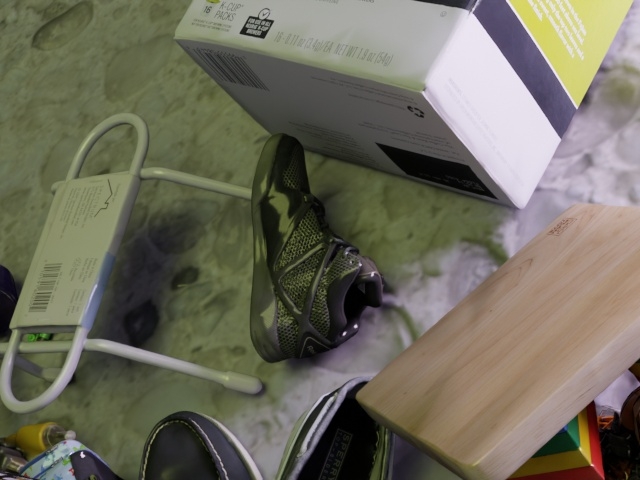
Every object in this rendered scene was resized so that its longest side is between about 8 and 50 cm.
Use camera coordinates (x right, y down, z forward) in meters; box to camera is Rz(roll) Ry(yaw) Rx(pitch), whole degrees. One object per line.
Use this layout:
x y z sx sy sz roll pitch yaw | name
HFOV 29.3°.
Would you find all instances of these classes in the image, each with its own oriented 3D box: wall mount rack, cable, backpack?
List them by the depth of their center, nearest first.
-0.250 0.257 1.188 0.114 0.105 0.084 -33 48 2 | backpack
-0.187 0.036 1.284 0.304 0.130 0.350 -4 61 37 | wall mount rack
-0.366 0.244 1.336 0.287 0.072 0.139 8 77 50 | cable

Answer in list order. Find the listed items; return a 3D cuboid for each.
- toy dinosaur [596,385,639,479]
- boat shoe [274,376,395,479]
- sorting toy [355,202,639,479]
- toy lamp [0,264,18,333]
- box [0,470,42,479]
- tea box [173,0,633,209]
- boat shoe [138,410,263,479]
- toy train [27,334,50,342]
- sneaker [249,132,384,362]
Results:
0.264 0.165 0.887 0.322 0.164 0.218 -62 29 15 | toy dinosaur
-0.003 0.250 1.001 0.301 0.108 0.102 -68 6 -32 | boat shoe
0.182 0.090 0.928 0.257 0.089 0.255 -40 12 -9 | sorting toy
-0.379 0.122 1.351 0.080 0.080 0.274 -32 33 14 | toy lamp
-0.252 0.366 1.034 0.257 0.079 0.322 3 90 33 | box
0.096 -0.247 1.193 0.329 0.220 0.323 18 74 40 | tea box
-0.117 0.286 1.083 0.127 0.113 0.340 -25 52 18 | boat shoe
-0.308 0.085 1.401 0.024 0.017 0.083 13 70 27 | toy train
0.000 0.000 1.187 0.130 0.087 0.227 -9 68 18 | sneaker
